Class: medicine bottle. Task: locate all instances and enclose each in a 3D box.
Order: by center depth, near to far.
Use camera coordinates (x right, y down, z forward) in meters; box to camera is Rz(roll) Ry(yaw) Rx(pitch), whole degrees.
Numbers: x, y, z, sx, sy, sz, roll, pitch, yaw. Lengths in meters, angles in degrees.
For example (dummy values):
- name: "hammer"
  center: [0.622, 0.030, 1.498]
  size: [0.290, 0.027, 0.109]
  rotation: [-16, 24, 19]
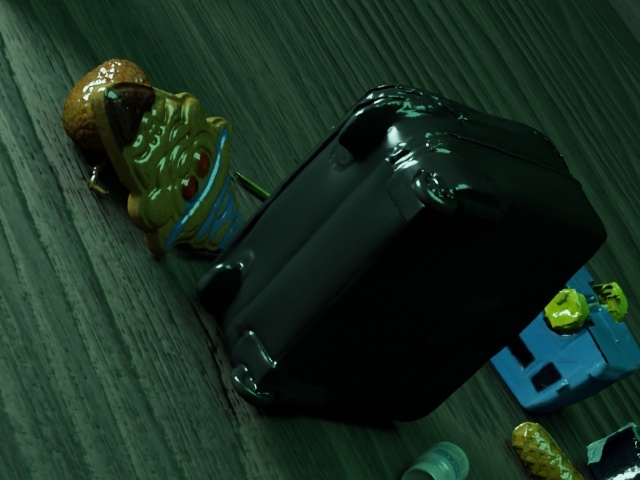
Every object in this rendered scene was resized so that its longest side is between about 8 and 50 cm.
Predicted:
- name: "medicine bottle"
  center: [0.120, 0.248, 1.844]
  size: [0.052, 0.052, 0.089]
  rotation: [50, 25, 8]

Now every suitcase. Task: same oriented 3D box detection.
- name: "suitcase"
  center: [0.088, 0.027, 1.776]
  size: [0.339, 0.345, 0.188]
  rotation: [15, 35, -44]

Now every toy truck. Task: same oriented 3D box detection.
- name: "toy truck"
  center: [0.250, 0.040, 2.232]
  size: [0.385, 0.162, 0.161]
  rotation: [56, 26, 18]

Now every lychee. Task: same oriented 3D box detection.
- name: "lychee"
  center: [-0.224, -0.122, 1.825]
  size: [0.101, 0.140, 0.114]
  rotation: [33, -9, 2]

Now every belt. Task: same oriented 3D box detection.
- name: "belt"
  center: [0.382, 0.302, 2.106]
  size: [0.151, 0.078, 0.198]
  rotation: [56, 12, -14]

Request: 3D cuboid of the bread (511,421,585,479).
- name: "bread"
  center: [0.283, 0.281, 2.059]
  size: [0.157, 0.044, 0.052]
  rotation: [52, 19, 10]

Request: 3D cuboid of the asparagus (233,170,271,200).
- name: "asparagus"
  center: [-0.039, -0.034, 2.068]
  size: [0.166, 0.013, 0.016]
  rotation: [35, 25, -22]

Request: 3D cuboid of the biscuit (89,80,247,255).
- name: "biscuit"
  center: [-0.150, -0.077, 1.813]
  size: [0.280, 0.043, 0.183]
  rotation: [53, 45, -47]
